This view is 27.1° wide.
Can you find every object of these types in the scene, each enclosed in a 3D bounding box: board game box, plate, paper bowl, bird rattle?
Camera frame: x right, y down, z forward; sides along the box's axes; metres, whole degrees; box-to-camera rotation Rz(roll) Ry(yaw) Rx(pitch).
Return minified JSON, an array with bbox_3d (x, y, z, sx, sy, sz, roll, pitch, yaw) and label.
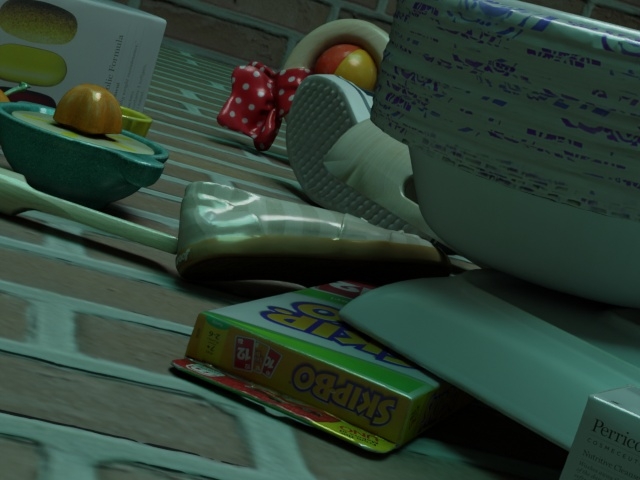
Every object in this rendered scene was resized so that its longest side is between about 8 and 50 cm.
[{"bbox_3d":[0.026,0.064,0.761,0.124,0.039,0.259,20,13,20],"label":"board game box"},{"bbox_3d":[0.197,0.069,0.737,0.278,0.045,0.277,0,18,-43],"label":"plate"},{"bbox_3d":[0.169,-0.054,0.794,0.284,0.148,0.284,12,13,-3],"label":"paper bowl"},{"bbox_3d":[0.012,-0.171,1.611,0.253,0.207,0.143,36,0,36],"label":"bird rattle"}]

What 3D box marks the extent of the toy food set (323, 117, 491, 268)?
[{"bbox_3d":[0.164,0.015,1.057,0.220,0.092,0.306,34,8,37],"label":"toy food set"}]

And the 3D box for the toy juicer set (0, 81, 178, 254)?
[{"bbox_3d":[-0.215,-0.083,0.989,0.209,0.089,0.329,15,10,-17],"label":"toy juicer set"}]

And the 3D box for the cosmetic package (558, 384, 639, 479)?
[{"bbox_3d":[0.188,0.138,0.431,0.239,0.099,0.060,23,12,27],"label":"cosmetic package"}]

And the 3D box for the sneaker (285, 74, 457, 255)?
[{"bbox_3d":[0.074,-0.069,1.332,0.127,0.126,0.321,7,23,-30],"label":"sneaker"}]

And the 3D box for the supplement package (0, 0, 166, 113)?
[{"bbox_3d":[-0.290,-0.178,1.245,0.134,0.139,0.244,24,13,38],"label":"supplement package"}]

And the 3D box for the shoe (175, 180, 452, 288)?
[{"bbox_3d":[0.000,0.000,0.908,0.219,0.058,0.076,7,-30,-35],"label":"shoe"}]
